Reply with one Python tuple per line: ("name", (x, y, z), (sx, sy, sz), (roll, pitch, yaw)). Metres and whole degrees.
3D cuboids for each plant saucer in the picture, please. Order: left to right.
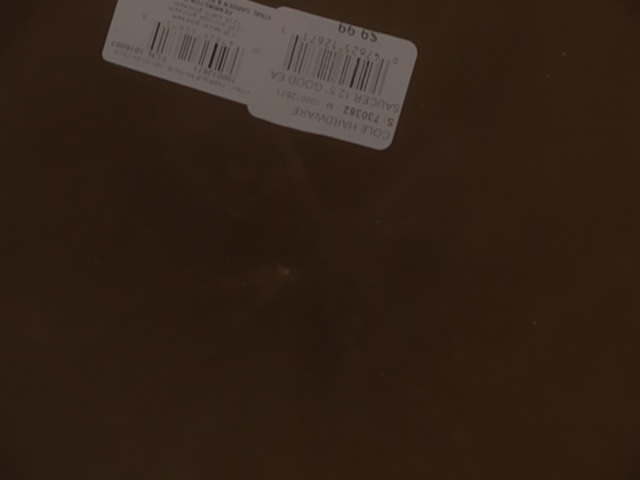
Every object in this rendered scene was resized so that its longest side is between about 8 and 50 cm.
("plant saucer", (0.000, 0.000, 0.471), (0.278, 0.278, 0.041), (45, 8, -10))
